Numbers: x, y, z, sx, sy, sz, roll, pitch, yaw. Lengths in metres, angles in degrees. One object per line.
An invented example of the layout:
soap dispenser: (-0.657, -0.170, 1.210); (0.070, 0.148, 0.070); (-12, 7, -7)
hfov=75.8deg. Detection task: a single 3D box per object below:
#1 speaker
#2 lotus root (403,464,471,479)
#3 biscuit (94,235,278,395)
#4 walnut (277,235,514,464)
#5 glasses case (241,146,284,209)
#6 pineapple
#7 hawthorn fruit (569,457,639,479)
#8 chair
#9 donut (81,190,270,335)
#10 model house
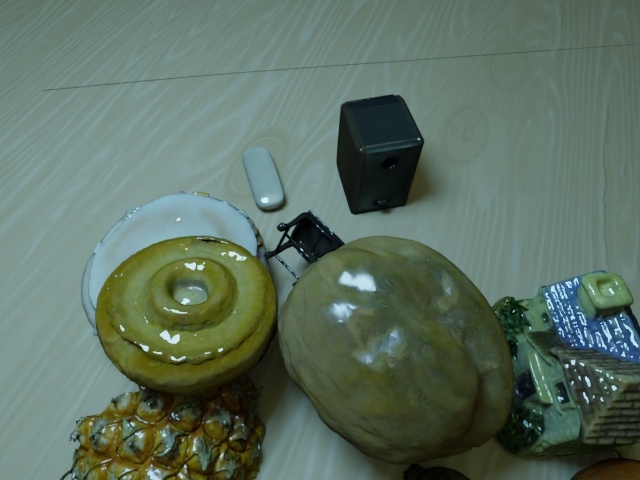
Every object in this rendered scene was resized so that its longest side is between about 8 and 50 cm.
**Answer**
speaker: (0.133, -0.203, 0.993); (0.153, 0.231, 0.193); (-10, 58, -6)
lotus root: (0.213, 0.437, 0.653); (0.120, 0.120, 0.209); (-42, 38, -23)
biscuit: (-0.214, 0.104, 0.687); (0.296, 0.102, 0.296); (7, 45, -8)
walnut: (0.108, 0.176, 0.702); (0.383, 0.384, 0.384); (0, 58, 0)
glasses case: (-0.151, -0.166, 1.074); (0.080, 0.051, 0.204); (-15, 59, -8)
pineapple: (-0.229, 0.376, 0.646); (0.344, 0.209, 0.286); (-18, 60, -13)
hawthorn fruit: (0.497, 0.425, 0.583); (0.210, 0.262, 0.211); (9, 65, -19)
chair: (0.000, 0.000, 0.880); (0.106, 0.113, 0.229); (45, 41, 13)
donut: (-0.292, 0.074, 0.872); (0.382, 0.142, 0.383); (0, 58, 0)
model house: (0.438, 0.208, 0.724); (0.261, 0.266, 0.321); (-1, 58, -5)
